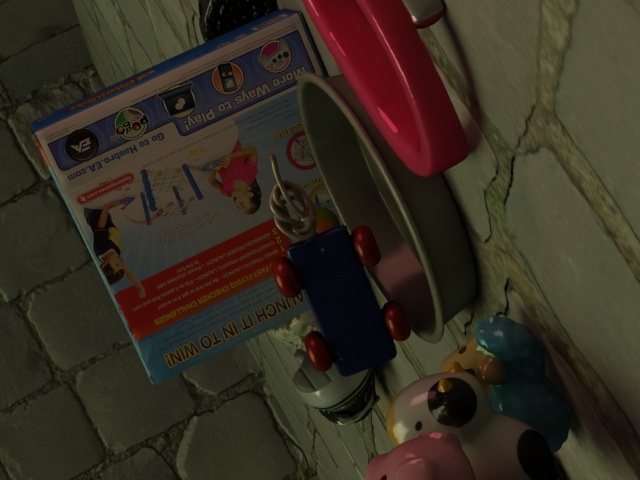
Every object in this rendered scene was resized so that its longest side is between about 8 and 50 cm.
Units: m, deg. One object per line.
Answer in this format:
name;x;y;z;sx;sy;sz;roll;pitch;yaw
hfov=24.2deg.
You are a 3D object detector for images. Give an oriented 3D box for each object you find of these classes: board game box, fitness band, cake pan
board game box;-0.110;-0.049;1.607;0.302;0.308;0.086;67;171;-17
fitness band;0.038;-0.185;1.228;0.290;0.054;0.209;61;170;22
cake pan;0.066;-0.040;1.455;0.293;0.054;0.293;60;170;19

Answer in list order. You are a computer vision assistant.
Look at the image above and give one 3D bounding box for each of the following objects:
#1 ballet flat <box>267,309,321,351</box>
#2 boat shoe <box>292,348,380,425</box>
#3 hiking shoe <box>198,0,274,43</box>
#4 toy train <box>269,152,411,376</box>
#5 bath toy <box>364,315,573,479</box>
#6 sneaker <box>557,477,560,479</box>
ballet flat;-0.008;0.082;2.052;0.147;0.147;0.409;65;173;-10
boat shoe;0.037;0.203;2.141;0.119;0.121;0.335;57;-178;-5
hiking shoe;-0.105;-0.303;1.652;0.227;0.086;0.114;87;169;-53
toy train;0.000;0.000;1.496;0.143;0.105;0.248;-103;-9;-69
bath toy;0.104;0.197;1.181;0.151;0.348;0.129;22;123;11
sneaker;0.233;0.309;1.398;0.225;0.088;0.092;57;163;25
